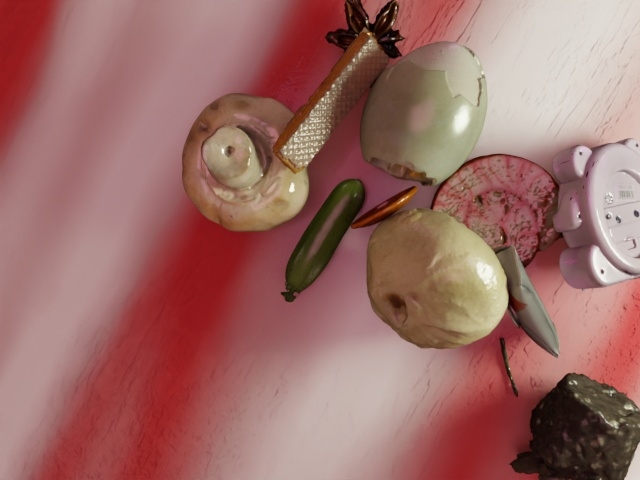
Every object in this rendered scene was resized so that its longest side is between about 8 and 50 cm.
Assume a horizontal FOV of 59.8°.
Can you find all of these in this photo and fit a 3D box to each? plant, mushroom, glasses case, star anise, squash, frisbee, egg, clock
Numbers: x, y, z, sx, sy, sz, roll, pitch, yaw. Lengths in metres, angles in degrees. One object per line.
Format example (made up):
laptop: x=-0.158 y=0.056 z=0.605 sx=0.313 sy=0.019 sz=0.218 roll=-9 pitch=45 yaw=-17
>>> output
plant: x=0.608 y=0.493 z=1.336 sx=0.215 sy=0.213 sz=0.312 roll=27 pitch=108 yaw=6
mushroom: x=-0.172 y=-0.190 z=1.401 sx=0.325 sy=0.353 sz=0.353 roll=29 pitch=100 yaw=-26
glasses case: x=0.480 y=0.157 z=1.309 sx=0.083 sy=0.128 sz=0.308 roll=-27 pitch=122 yaw=19
star anise: x=0.120 y=-0.506 z=1.400 sx=0.190 sy=0.126 sz=0.220 roll=32 pitch=113 yaw=-5
squash: x=0.000 y=0.000 z=1.471 sx=0.101 sy=0.101 sz=0.378 roll=33 pitch=101 yaw=7
frisbee: x=0.163 y=-0.074 z=1.387 sx=0.192 sy=0.192 sz=0.035 roll=-31 pitch=94 yaw=11
egg: x=0.247 y=-0.305 z=1.311 sx=0.279 sy=0.278 sz=0.336 roll=22 pitch=96 yaw=8
clock: x=0.665 y=-0.065 z=1.275 sx=0.296 sy=0.113 sz=0.322 roll=-11 pitch=87 yaw=-24

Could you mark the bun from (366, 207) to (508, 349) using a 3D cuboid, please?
bun: x=0.238 y=0.112 z=1.299 sx=0.364 sy=0.202 sz=0.364 roll=30 pitch=139 yaw=29

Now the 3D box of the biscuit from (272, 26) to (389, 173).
biscuit: x=0.029 y=-0.325 z=1.301 sx=0.378 sy=0.094 sz=0.054 roll=-52 pitch=40 yaw=-6

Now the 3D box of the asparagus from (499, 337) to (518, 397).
asparagus: x=0.489 y=0.332 z=1.444 sx=0.016 sy=0.016 sz=0.162 roll=-15 pitch=90 yaw=-8

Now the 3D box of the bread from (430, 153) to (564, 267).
bread: x=0.425 y=-0.060 z=1.378 sx=0.328 sy=0.114 sz=0.295 roll=-38 pitch=87 yaw=12
